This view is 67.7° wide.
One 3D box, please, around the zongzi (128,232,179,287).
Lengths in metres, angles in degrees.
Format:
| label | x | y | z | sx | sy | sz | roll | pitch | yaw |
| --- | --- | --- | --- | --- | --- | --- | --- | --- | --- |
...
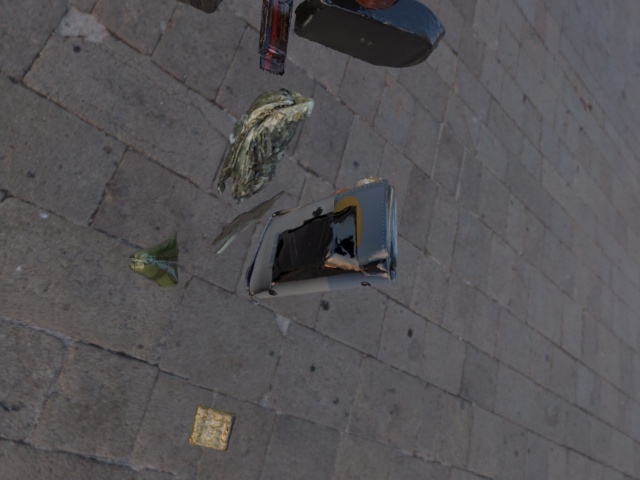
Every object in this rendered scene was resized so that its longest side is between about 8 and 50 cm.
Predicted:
| label | x | y | z | sx | sy | sz | roll | pitch | yaw |
| --- | --- | --- | --- | --- | --- | --- | --- | --- | --- |
| zongzi | -0.287 | 0.015 | 0.840 | 0.104 | 0.052 | 0.113 | 59 | 28 | -61 |

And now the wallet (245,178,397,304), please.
| label | x | y | z | sx | sy | sz | roll | pitch | yaw |
| --- | --- | --- | --- | --- | --- | --- | --- | --- | --- |
| wallet | 0.000 | 0.000 | 0.682 | 0.069 | 0.230 | 0.170 | 50 | 38 | -43 |

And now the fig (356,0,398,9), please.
| label | x | y | z | sx | sy | sz | roll | pitch | yaw |
| --- | --- | --- | --- | --- | --- | --- | --- | --- | --- |
| fig | 0.090 | -0.421 | 0.718 | 0.128 | 0.128 | 0.150 | 54 | 47 | -20 |

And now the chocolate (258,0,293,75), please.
| label | x | y | z | sx | sy | sz | roll | pitch | yaw |
| --- | --- | --- | --- | --- | --- | --- | --- | --- | --- |
| chocolate | -0.082 | -0.394 | 0.856 | 0.086 | 0.028 | 0.183 | -18 | 120 | -58 |

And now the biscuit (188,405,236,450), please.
| label | x | y | z | sx | sy | sz | roll | pitch | yaw |
| --- | --- | --- | --- | --- | --- | --- | --- | --- | --- |
| biscuit | -0.214 | 0.373 | 0.946 | 0.081 | 0.018 | 0.083 | 14 | 97 | -7 |

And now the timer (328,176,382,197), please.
| label | x | y | z | sx | sy | sz | roll | pitch | yaw |
| --- | --- | --- | --- | --- | --- | --- | --- | --- | --- |
| timer | 0.080 | -0.075 | 0.966 | 0.132 | 0.132 | 0.152 | 48 | 53 | -24 |

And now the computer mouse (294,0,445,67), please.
| label | x | y | z | sx | sy | sz | roll | pitch | yaw |
| --- | --- | --- | --- | --- | --- | --- | --- | --- | --- |
| computer mouse | 0.094 | -0.408 | 0.889 | 0.295 | 0.168 | 0.087 | 8 | 89 | -22 |

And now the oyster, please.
| label | x | y | z | sx | sy | sz | roll | pitch | yaw |
| --- | --- | --- | --- | --- | --- | --- | --- | --- | --- |
| oyster | -0.136 | -0.208 | 1.061 | 0.158 | 0.351 | 0.162 | 13 | 52 | -36 |

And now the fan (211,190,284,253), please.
| label | x | y | z | sx | sy | sz | roll | pitch | yaw |
| --- | --- | --- | --- | --- | --- | --- | --- | --- | --- |
| fan | -0.157 | -0.019 | 0.900 | 0.008 | 0.226 | 0.152 | 52 | 50 | 1 |

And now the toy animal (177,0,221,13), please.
| label | x | y | z | sx | sy | sz | roll | pitch | yaw |
| --- | --- | --- | --- | --- | --- | --- | --- | --- | --- |
| toy animal | -0.054 | -0.322 | 0.410 | 0.343 | 0.106 | 0.168 | -55 | 148 | -13 |
